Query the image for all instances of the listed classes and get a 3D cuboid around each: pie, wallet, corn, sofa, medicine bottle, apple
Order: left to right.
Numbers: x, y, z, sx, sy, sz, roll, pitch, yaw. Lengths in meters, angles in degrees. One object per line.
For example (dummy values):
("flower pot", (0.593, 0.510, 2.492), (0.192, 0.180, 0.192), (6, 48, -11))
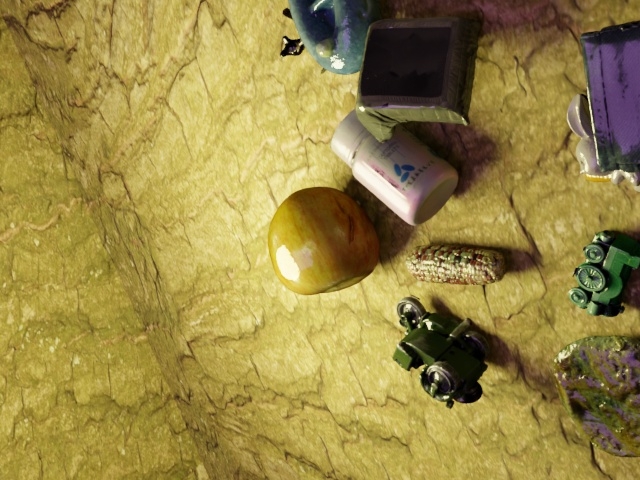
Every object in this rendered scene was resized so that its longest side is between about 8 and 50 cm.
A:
("apple", (0.000, 0.000, 2.037), (0.264, 0.264, 0.264), (29, 133, 36))
("medicine bottle", (0.151, -0.161, 1.826), (0.254, 0.152, 0.152), (44, 141, 21))
("sofa", (0.193, -0.302, 1.667), (0.225, 0.176, 0.210), (2, 76, 23))
("corn", (0.292, 0.053, 1.862), (0.253, 0.086, 0.086), (1, 114, 47))
("pie", (0.578, 0.303, 1.693), (0.277, 0.078, 0.277), (29, 136, 34))
("wallet", (0.574, -0.226, 1.299), (0.342, 0.075, 0.237), (-2, 113, 35))

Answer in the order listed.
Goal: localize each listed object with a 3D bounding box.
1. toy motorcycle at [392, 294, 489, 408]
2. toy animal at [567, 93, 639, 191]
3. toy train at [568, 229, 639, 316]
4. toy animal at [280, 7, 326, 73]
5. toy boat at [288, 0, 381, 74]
("toy motorcycle", (0.251, 0.250, 1.944), (0.275, 0.205, 0.127), (28, 134, 29))
("toy animal", (0.487, -0.160, 1.499), (0.182, 0.131, 0.127), (32, 104, 23))
("toy train", (0.524, 0.064, 1.606), (0.104, 0.071, 0.178), (26, 131, 24))
("toy animal", (-0.015, -0.432, 1.912), (0.202, 0.070, 0.105), (34, 121, 35))
("toy boat", (0.002, -0.489, 1.772), (0.215, 0.123, 0.330), (-21, 86, 52))
